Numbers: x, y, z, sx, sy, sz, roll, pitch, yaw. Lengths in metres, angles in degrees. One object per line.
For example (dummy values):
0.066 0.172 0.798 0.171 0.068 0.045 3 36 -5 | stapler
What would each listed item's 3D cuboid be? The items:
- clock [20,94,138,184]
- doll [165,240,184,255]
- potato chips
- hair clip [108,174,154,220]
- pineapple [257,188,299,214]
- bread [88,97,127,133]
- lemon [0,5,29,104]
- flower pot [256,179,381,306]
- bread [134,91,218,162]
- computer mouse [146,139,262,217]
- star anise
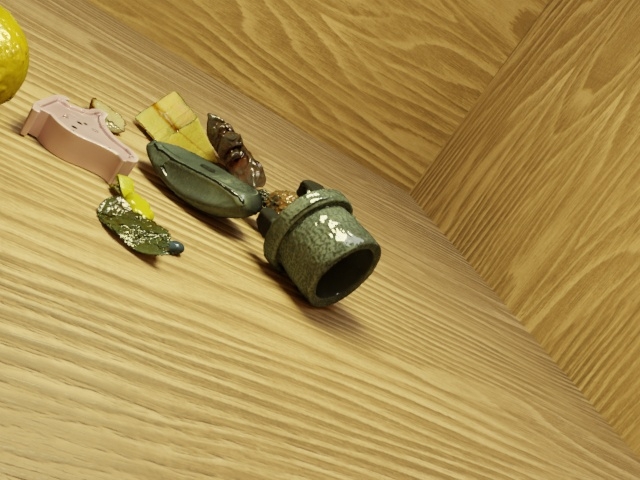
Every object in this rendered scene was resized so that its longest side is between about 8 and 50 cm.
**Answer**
-0.596 -0.266 1.849 0.275 0.080 0.290 32 17 -13 | clock
-0.359 0.011 1.628 0.125 0.027 0.037 11 28 -50 | doll
-0.404 -0.029 1.588 0.142 0.026 0.209 -2 40 -41 | potato chips
-0.445 -0.092 1.712 0.072 0.046 0.173 14 28 -44 | hair clip
-0.172 -0.107 2.130 0.237 0.111 0.119 9 -22 17 | pineapple
-0.634 -0.363 2.129 0.126 0.044 0.129 36 11 -28 | bread
-0.783 -0.424 1.609 0.253 0.253 0.310 15 25 -52 | lemon
0.000 0.000 1.942 0.283 0.299 0.299 48 19 27 | flower pot
-0.470 -0.331 2.385 0.168 0.163 0.264 46 -14 32 | bread
-0.337 -0.154 2.003 0.373 0.114 0.203 31 16 16 | computer mouse
-0.291 -0.299 2.437 0.315 0.108 0.315 55 -4 6 | star anise
